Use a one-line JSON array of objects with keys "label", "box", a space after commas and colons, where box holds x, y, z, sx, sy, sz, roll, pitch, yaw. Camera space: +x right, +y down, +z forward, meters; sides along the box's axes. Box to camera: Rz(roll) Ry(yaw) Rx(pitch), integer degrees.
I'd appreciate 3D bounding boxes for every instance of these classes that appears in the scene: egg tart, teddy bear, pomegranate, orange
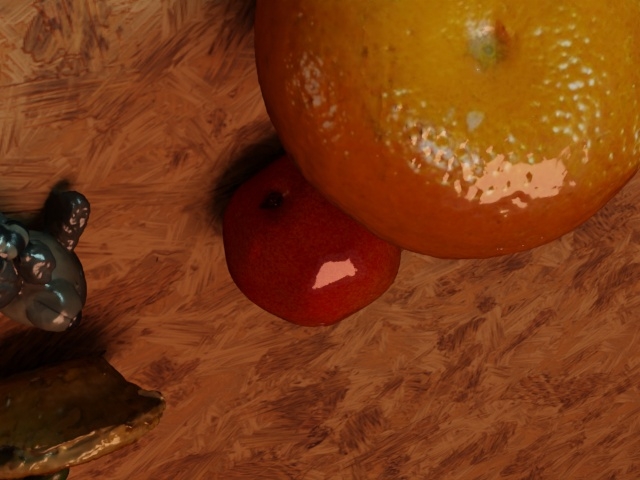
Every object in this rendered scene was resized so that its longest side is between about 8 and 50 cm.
[{"label": "egg tart", "box": [-0.334, 0.213, 1.976, 0.294, 0.116, 0.295, -16, -173, 2]}, {"label": "teddy bear", "box": [-0.324, 0.027, 1.742, 0.251, 0.144, 0.171, 3, 122, -50]}, {"label": "pomegranate", "box": [0.000, 0.000, 1.941, 0.221, 0.221, 0.256, -38, 158, 10]}, {"label": "orange", "box": [0.139, -0.190, 1.595, 0.424, 0.424, 0.326, -30, -170, -4]}]

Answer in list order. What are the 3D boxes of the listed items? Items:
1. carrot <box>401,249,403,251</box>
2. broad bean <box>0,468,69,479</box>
[{"label": "carrot", "box": [0.047, 0.050, 2.227, 0.216, 0.048, 0.048, -33, 151, -7]}, {"label": "broad bean", "box": [-0.395, 0.309, 2.078, 0.144, 0.049, 0.292, -29, -173, -19]}]
